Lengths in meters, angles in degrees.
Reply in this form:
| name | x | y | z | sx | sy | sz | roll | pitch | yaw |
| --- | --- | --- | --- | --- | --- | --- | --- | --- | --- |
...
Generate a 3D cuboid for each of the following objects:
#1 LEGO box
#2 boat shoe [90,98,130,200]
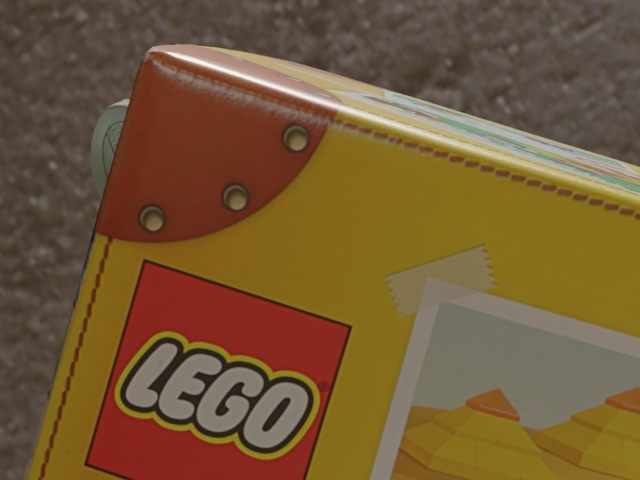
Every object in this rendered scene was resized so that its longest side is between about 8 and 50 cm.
| name | x | y | z | sx | sy | sz | roll | pitch | yaw |
| --- | --- | --- | --- | --- | --- | --- | --- | --- | --- |
| LEGO box | 0.145 | 0.183 | 0.656 | 0.500 | 0.193 | 0.372 | 17 | 97 | 7 |
| boat shoe | 0.002 | -0.001 | 1.227 | 0.320 | 0.118 | 0.103 | 26 | 34 | 15 |
